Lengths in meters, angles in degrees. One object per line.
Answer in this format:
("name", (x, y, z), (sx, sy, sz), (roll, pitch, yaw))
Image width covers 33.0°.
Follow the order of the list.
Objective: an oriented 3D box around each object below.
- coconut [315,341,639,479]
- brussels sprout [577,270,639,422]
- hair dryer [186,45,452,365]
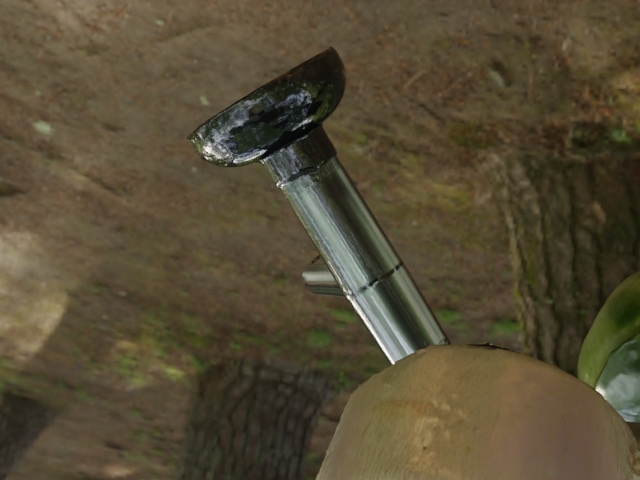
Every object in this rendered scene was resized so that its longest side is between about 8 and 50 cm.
("coconut", (0.095, 0.190, 0.669), (0.224, 0.234, 0.224), (4, 124, 5))
("brussels sprout", (0.332, 0.096, 1.032), (0.131, 0.183, 0.146), (41, 146, 33))
("hair dryer", (-0.020, -0.005, 1.067), (0.284, 0.155, 0.320), (-3, 118, 59))
